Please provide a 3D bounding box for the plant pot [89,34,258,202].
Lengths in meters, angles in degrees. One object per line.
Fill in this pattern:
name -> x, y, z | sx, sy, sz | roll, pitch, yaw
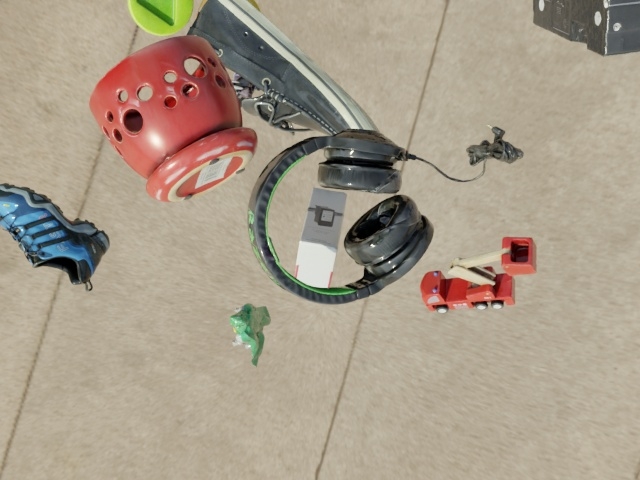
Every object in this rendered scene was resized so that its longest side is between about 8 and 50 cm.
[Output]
plant pot -> -0.196, -0.157, 1.153 | 0.191, 0.191, 0.174 | -28, 81, -2

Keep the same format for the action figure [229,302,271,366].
action figure -> -0.152, 0.181, 1.745 | 0.064, 0.232, 0.137 | 2, 75, 5

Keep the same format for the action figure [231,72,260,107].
action figure -> -0.174, -0.285, 1.706 | 0.099, 0.185, 0.285 | 32, 58, -2

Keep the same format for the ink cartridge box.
ink cartridge box -> 0.000, 0.000, 1.391 | 0.063, 0.150, 0.109 | 10, 130, 1

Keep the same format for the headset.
headset -> 0.092, -0.057, 1.212 | 0.394, 0.185, 0.243 | -25, 104, -17

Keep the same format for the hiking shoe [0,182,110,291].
hiking shoe -> -0.594, -0.014, 1.762 | 0.304, 0.113, 0.132 | 27, 55, -21

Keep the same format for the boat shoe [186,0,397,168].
boat shoe -> -0.060, -0.275, 1.566 | 0.500, 0.187, 0.156 | 43, 96, 11

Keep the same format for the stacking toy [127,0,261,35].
stacking toy -> -0.270, -0.548, 1.717 | 0.280, 0.130, 0.308 | -5, 106, -25

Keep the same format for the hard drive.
hard drive -> 0.354, -0.434, 1.100 | 0.064, 0.237, 0.338 | -10, 115, -7

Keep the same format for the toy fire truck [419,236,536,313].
toy fire truck -> 0.229, 0.054, 1.237 | 0.192, 0.135, 0.047 | -7, 58, 24
